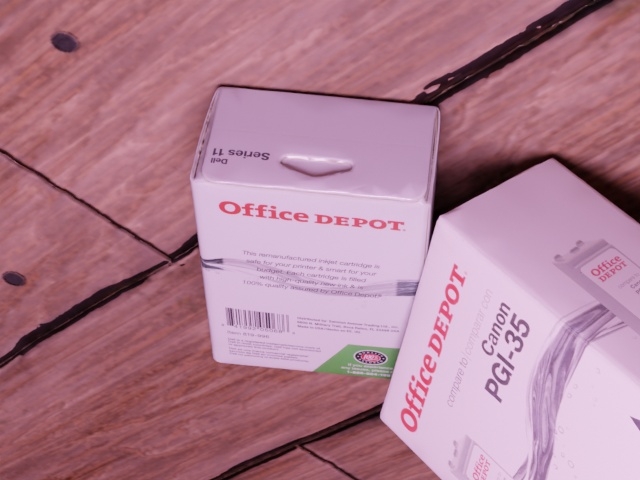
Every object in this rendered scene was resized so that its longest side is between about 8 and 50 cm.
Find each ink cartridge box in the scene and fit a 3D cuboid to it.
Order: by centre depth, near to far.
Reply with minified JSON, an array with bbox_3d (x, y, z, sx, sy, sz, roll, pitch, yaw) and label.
[{"bbox_3d":[0.183,0.117,0.886,0.283,0.117,0.207,42,140,29],"label":"ink cartridge box"},{"bbox_3d":[0.000,0.000,0.950,0.153,0.087,0.208,6,143,4],"label":"ink cartridge box"}]
